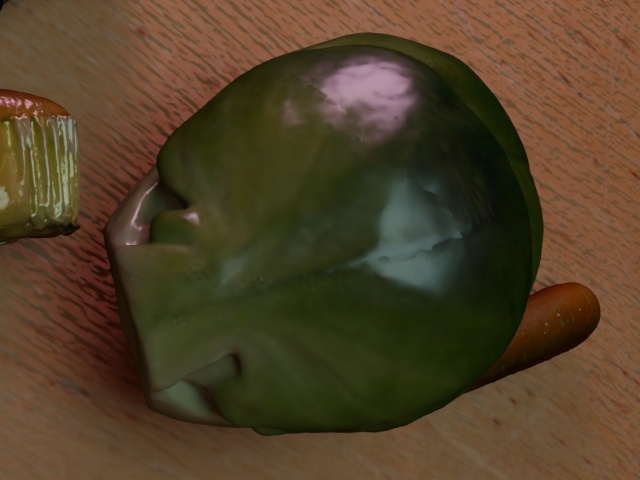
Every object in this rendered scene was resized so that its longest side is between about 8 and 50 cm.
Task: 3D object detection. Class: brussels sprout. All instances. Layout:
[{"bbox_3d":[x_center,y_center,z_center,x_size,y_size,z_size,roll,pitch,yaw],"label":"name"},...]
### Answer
[{"bbox_3d":[0.003,0.003,0.884,0.355,0.281,0.289,-22,94,-27],"label":"brussels sprout"}]

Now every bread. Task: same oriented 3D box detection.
[{"bbox_3d":[-0.256,-0.044,0.790,0.190,0.132,0.114,-1,83,-40],"label":"bread"}]

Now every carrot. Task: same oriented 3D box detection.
[{"bbox_3d":[0.188,0.092,1.130,0.225,0.067,0.067,-17,92,-35],"label":"carrot"}]

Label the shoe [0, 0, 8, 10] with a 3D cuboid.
[{"bbox_3d":[-0.244,-0.209,0.839,0.336,0.132,0.171,3,84,-34],"label":"shoe"}]
